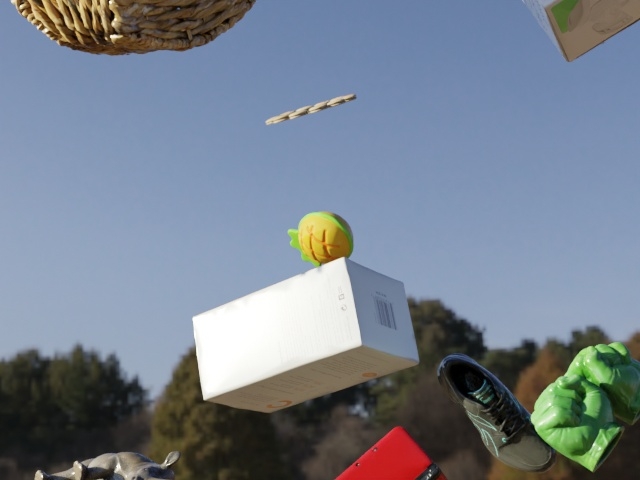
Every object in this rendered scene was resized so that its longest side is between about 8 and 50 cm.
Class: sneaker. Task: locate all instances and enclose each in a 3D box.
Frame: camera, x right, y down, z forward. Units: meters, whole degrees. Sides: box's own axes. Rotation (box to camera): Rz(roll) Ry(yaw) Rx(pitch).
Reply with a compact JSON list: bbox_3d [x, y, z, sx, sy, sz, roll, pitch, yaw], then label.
[{"bbox_3d":[0.303,0.304,2.031,0.101,0.267,0.106,-45,-16,-5],"label":"sneaker"}]

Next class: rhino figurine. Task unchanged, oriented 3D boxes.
[{"bbox_3d":[-0.230,0.280,1.335,0.106,0.073,0.243,0,-12,-39],"label":"rhino figurine"}]

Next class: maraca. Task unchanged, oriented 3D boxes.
[{"bbox_3d":[0.000,0.000,2.457,0.099,0.127,0.186,-43,10,-36],"label":"maraca"}]

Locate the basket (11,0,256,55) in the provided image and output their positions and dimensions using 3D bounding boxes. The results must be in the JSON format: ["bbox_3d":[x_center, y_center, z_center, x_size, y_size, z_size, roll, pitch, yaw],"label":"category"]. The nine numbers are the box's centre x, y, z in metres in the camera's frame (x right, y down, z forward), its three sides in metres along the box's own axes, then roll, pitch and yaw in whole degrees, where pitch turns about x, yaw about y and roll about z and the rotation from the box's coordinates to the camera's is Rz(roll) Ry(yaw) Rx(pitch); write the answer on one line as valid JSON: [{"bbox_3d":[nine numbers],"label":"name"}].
[{"bbox_3d":[-0.223,-0.321,1.308,0.223,0.213,0.299,5,25,30],"label":"basket"}]

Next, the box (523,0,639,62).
[{"bbox_3d":[0.356,-0.391,1.449,0.262,0.231,0.127,-31,-38,10],"label":"box"}]

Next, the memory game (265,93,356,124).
[{"bbox_3d":[-0.017,-0.252,2.224,0.186,0.012,0.186,-16,8,2],"label":"memory game"}]

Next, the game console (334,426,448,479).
[{"bbox_3d":[0.108,0.371,1.715,0.144,0.085,0.124,-40,-46,-7],"label":"game console"}]

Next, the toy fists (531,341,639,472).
[{"bbox_3d":[0.455,0.262,1.930,0.279,0.142,0.096,-35,-33,-43],"label":"toy fists"}]

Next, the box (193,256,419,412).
[{"bbox_3d":[-0.029,0.183,2.130,0.345,0.168,0.215,-22,-25,27],"label":"box"}]
